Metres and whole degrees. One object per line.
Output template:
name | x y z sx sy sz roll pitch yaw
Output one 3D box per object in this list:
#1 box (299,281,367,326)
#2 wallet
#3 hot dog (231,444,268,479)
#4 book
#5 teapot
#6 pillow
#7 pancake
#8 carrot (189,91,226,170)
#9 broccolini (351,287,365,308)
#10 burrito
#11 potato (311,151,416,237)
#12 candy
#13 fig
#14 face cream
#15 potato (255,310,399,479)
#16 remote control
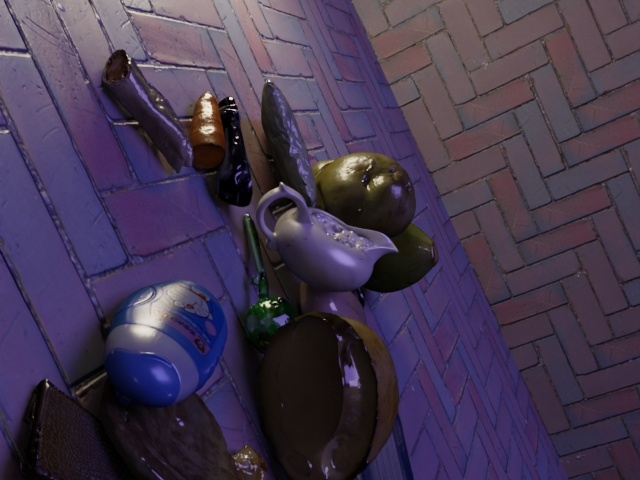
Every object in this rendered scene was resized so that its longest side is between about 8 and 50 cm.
box | 0.029 0.151 1.556 0.200 0.088 0.145 44 28 -43
wallet | -0.237 0.270 0.827 0.243 0.039 0.132 54 11 -34
hot dog | -0.108 0.336 1.050 0.169 0.061 0.078 -1 69 -68
book | 0.132 0.485 1.495 0.322 0.018 0.228 -1 78 -68
teapot | 0.000 0.000 1.438 0.300 0.166 0.208 34 27 -33
pillow | -0.062 -0.186 1.614 0.281 0.076 0.274 100 -31 -81
pancake | -0.186 0.248 0.925 0.222 0.042 0.236 47 10 -6
carrot | -0.213 -0.223 1.398 0.072 0.072 0.205 47 27 -42
broccolini | 0.079 0.216 1.656 0.074 0.079 0.391 5 58 -29
burrito | -0.279 -0.211 1.231 0.226 0.060 0.087 55 17 -24
potato | 0.085 -0.114 1.759 0.351 0.218 0.202 -152 -125 -66
candy | -0.110 0.068 1.348 0.097 0.097 0.323 45 20 -44
fig | 0.179 0.039 1.873 0.207 0.230 0.207 18 90 -84
face cream | -0.201 0.131 0.951 0.149 0.083 0.264 32 15 -5
potato | 0.033 0.257 1.232 0.242 0.243 0.285 5 71 -67
remote control | -0.182 -0.178 1.433 0.066 0.090 0.265 5 51 -24
